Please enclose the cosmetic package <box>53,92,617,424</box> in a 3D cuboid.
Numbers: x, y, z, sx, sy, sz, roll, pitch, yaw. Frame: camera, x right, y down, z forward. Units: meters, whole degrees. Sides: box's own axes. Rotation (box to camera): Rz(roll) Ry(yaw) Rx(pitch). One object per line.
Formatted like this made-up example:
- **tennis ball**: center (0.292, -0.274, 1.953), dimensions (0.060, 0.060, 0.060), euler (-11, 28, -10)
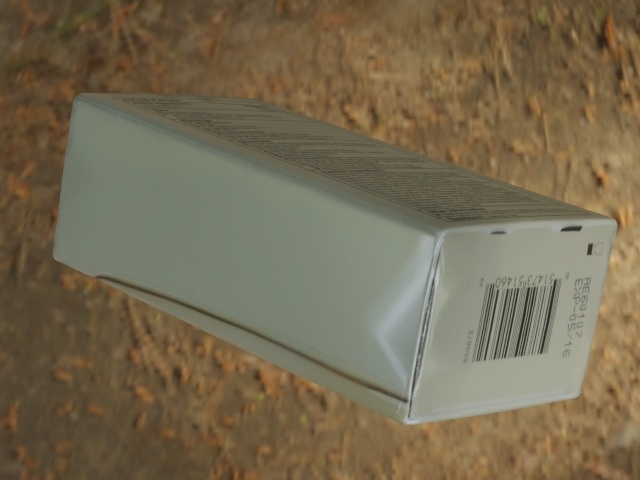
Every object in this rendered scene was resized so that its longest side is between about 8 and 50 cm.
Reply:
- **cosmetic package**: center (0.000, 0.000, 1.113), dimensions (0.160, 0.309, 0.113), euler (-2, 107, -44)
